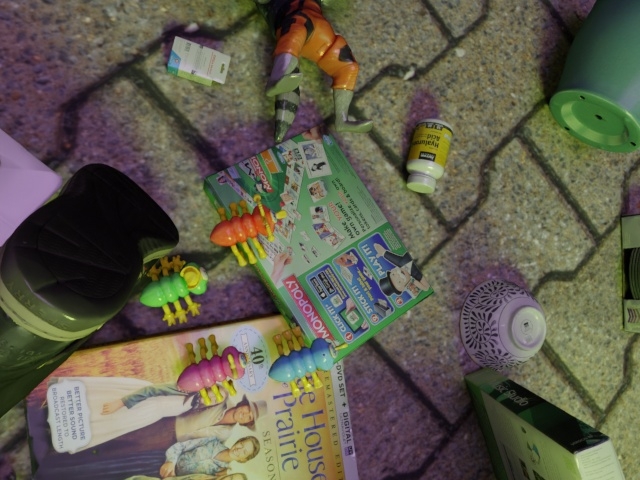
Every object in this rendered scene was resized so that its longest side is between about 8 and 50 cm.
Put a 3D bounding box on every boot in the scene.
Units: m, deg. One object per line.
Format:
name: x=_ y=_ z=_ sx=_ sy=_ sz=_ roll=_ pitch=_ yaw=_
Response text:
boot: x=-0.310 y=0.069 z=0.549 sx=0.284 sy=0.377 sz=0.138 roll=-42 pitch=109 yaw=7

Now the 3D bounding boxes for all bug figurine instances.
bug figurine: x=-0.105 y=0.088 z=0.644 sx=0.216 sy=0.072 sz=0.278 roll=-25 pitch=85 yaw=-5

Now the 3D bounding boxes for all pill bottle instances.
pill bottle: x=0.183 y=-0.143 z=0.856 sx=0.065 sy=0.065 sz=0.116 roll=18 pitch=80 yaw=-18

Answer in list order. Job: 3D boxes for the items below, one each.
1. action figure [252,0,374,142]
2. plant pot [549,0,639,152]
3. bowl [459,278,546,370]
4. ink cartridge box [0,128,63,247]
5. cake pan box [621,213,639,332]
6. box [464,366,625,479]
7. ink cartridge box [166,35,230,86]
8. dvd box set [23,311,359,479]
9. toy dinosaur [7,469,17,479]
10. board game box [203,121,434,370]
action figure: x=-0.068 y=-0.328 z=0.711 sx=0.341 sy=0.179 sz=0.330 roll=3 pitch=66 yaw=-42
plant pot: x=0.577 y=-0.313 z=0.921 sx=0.272 sy=0.272 sz=0.255 roll=36 pitch=89 yaw=-14
bowl: x=0.340 y=0.151 z=0.884 sx=0.170 sy=0.080 sz=0.170 roll=2 pitch=85 yaw=-19
ink cartridge box: x=-0.487 y=0.006 z=0.568 sx=0.207 sy=0.119 sz=0.353 roll=42 pitch=75 yaw=-12
cake pan box: x=0.743 y=0.072 z=1.046 sx=0.267 sy=0.070 sz=0.245 roll=5 pitch=82 yaw=-19
box: x=0.330 y=0.340 z=0.737 sx=0.059 sy=0.322 sz=0.232 roll=-19 pitch=93 yaw=-8
ink cartridge box: x=-0.182 y=-0.264 z=0.750 sx=0.083 sy=0.028 sz=0.048 roll=15 pitch=81 yaw=-18
dvd box set: x=-0.160 y=0.272 z=0.698 sx=0.421 sy=0.062 sz=0.307 roll=-7 pitch=88 yaw=-20
toy dinosaur: x=-0.381 y=0.325 z=0.605 sx=0.047 sy=0.082 sz=0.090 roll=-16 pitch=53 yaw=-45
board game box: x=0.000 y=0.000 z=0.749 sx=0.214 sy=0.046 sz=0.317 roll=-30 pitch=85 yaw=-23
